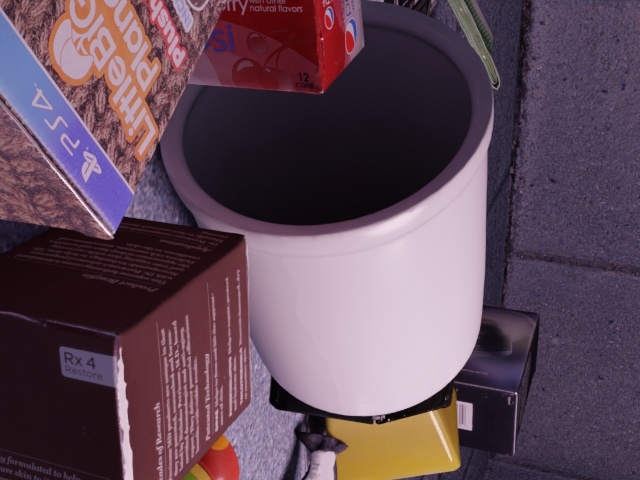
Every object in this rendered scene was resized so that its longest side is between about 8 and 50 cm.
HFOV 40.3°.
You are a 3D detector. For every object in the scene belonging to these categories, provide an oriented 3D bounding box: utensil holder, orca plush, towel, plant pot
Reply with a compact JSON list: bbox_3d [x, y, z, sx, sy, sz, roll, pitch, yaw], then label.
[{"bbox_3d":[0.031,-0.021,0.996,0.385,0.328,0.327,75,31,-53],"label":"utensil holder"},{"bbox_3d":[-0.051,0.442,1.352,0.151,0.102,0.287,15,67,-26],"label":"orca plush"},{"bbox_3d":[0.281,-0.443,1.665,0.248,0.038,0.325,59,18,-19],"label":"towel"},{"bbox_3d":[0.106,0.257,1.455,0.212,0.212,0.187,-78,153,-62],"label":"plant pot"}]

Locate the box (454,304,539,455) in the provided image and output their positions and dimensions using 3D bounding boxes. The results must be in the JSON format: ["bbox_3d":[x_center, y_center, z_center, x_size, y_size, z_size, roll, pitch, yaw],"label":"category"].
[{"bbox_3d":[0.306,0.282,1.909,0.294,0.296,0.182,-54,146,-54],"label":"box"}]

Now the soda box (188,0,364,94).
[{"bbox_3d":[-0.106,-0.169,0.632,0.092,0.263,0.083,-56,147,-51],"label":"soda box"}]

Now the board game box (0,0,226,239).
[{"bbox_3d":[-0.181,-0.170,0.476,0.141,0.232,0.291,66,37,-55],"label":"board game box"}]

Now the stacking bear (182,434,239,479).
[{"bbox_3d":[-0.161,0.262,0.832,0.289,0.175,0.164,-37,150,-75],"label":"stacking bear"}]

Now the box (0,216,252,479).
[{"bbox_3d":[-0.172,0.092,0.698,0.203,0.168,0.167,-43,138,-60],"label":"box"}]

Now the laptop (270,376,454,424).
[{"bbox_3d":[0.076,0.139,1.296,0.264,0.137,0.234,-3,103,-42],"label":"laptop"}]

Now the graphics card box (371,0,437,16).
[{"bbox_3d":[0.111,-0.503,1.350,0.233,0.094,0.371,-59,149,-48],"label":"graphics card box"}]
